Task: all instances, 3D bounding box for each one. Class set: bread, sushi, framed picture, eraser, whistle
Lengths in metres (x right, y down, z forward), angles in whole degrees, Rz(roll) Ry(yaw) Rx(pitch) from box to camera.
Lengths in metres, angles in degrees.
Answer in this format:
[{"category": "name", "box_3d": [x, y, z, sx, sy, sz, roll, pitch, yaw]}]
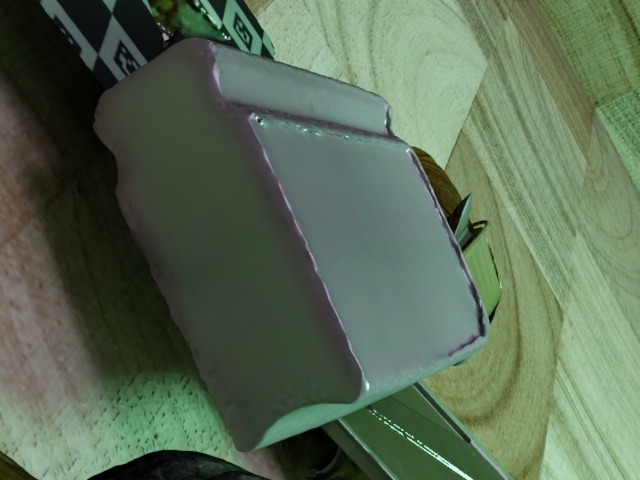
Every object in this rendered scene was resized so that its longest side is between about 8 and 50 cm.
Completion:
[{"category": "bread", "box_3d": [0.104, 0.010, 1.391, 0.211, 0.142, 0.224, 64, 25, -9]}, {"category": "sushi", "box_3d": [-0.162, -0.190, 1.121, 0.343, 0.064, 0.359, 55, 22, -32]}, {"category": "framed picture", "box_3d": [0.062, 0.156, 1.173, 0.324, 0.020, 0.240, 47, 16, -7]}, {"category": "eraser", "box_3d": [0.000, 0.000, 1.042, 0.272, 0.122, 0.359, 64, 20, 10]}, {"category": "whistle", "box_3d": [0.070, 0.197, 1.241, 0.326, 0.057, 0.068, 20, 50, -60]}]

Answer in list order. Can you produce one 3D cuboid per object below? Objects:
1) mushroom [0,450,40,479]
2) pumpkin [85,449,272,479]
[{"category": "mushroom", "box_3d": [-0.196, 0.195, 0.489, 0.345, 0.239, 0.345, 48, 3, -3]}, {"category": "pumpkin", "box_3d": [-0.067, 0.220, 0.717, 0.162, 0.221, 0.220, -34, 99, -54]}]
